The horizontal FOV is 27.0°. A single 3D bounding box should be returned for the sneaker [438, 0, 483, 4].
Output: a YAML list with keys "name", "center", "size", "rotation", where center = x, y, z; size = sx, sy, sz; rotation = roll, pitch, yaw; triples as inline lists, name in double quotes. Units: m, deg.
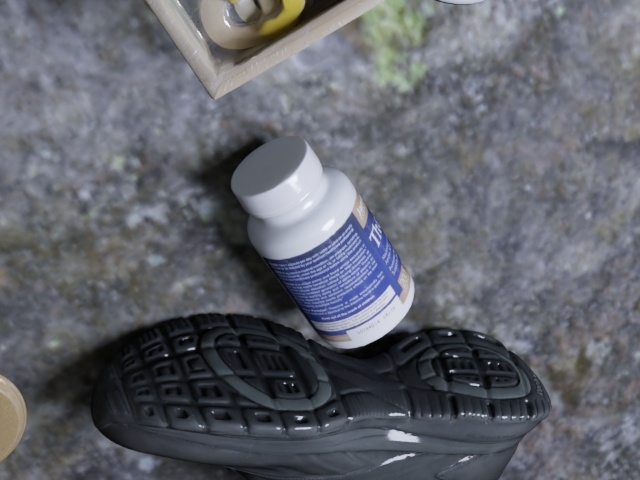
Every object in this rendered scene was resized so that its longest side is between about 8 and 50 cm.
- name: "sneaker"
  center: [0.061, -0.215, 0.641]
  size: [0.084, 0.097, 0.234]
  rotation: [-17, 122, -8]

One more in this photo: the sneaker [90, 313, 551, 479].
- name: "sneaker"
  center: [-0.001, 0.125, 0.814]
  size: [0.286, 0.109, 0.130]
  rotation: [7, 122, -19]

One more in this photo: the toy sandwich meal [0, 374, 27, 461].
- name: "toy sandwich meal"
  center: [-0.214, 0.102, 0.774]
  size: [0.086, 0.029, 0.085]
  rotation: [-10, 121, -18]

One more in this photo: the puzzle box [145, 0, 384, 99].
- name: "puzzle box"
  center: [0.051, -0.271, 0.536]
  size: [0.409, 0.052, 0.272]
  rotation: [-29, 107, 16]

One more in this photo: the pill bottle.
- name: "pill bottle"
  center: [0.000, 0.000, 0.761]
  size: [0.067, 0.067, 0.120]
  rotation: [-33, 123, 2]
